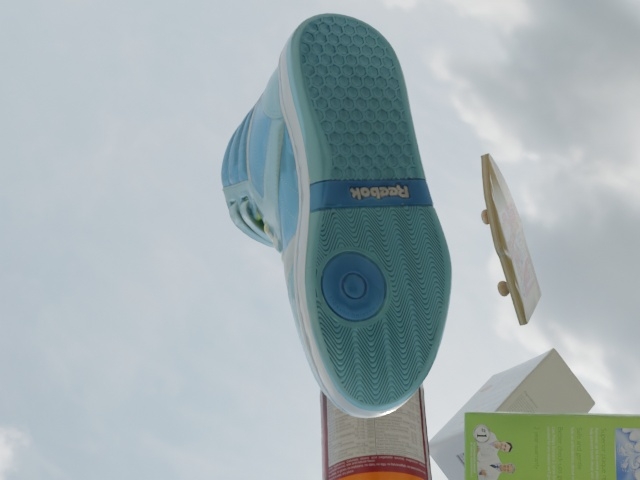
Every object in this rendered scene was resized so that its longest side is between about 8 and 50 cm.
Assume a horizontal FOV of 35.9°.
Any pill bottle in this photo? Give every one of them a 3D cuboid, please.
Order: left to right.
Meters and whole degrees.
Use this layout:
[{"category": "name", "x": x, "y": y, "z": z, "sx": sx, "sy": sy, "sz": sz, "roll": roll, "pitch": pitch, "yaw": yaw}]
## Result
[{"category": "pill bottle", "x": 0.060, "y": 0.205, "z": 1.112, "sx": 0.121, "sy": 0.121, "sz": 0.221, "roll": 9, "pitch": -127, "yaw": -14}]

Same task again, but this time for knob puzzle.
[{"category": "knob puzzle", "x": 0.215, "y": -0.007, "z": 1.175, "sx": 0.029, "sy": 0.213, "sz": 0.213, "roll": -16, "pitch": -144, "yaw": 20}]

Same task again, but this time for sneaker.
[{"category": "sneaker", "x": 0.000, "y": 0.000, "z": 0.815, "sx": 0.127, "sy": 0.208, "sz": 0.319, "roll": 6, "pitch": -112, "yaw": -23}]

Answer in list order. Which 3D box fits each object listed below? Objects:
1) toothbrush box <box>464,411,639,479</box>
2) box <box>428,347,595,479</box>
[{"category": "toothbrush box", "x": 0.295, "y": 0.216, "z": 0.884, "sx": 0.206, "sy": 0.283, "sz": 0.122, "roll": 20, "pitch": -112, "yaw": -59}, {"category": "box", "x": 0.239, "y": 0.233, "z": 1.245, "sx": 0.170, "sy": 0.130, "sz": 0.091, "roll": -35, "pitch": -92, "yaw": -38}]
